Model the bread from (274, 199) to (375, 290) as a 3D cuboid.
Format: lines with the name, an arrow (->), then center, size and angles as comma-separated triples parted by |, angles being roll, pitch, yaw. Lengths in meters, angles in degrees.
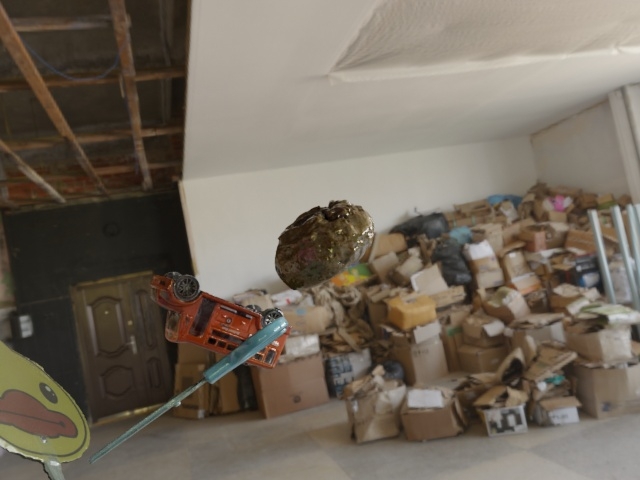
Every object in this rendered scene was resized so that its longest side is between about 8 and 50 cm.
bread -> 0.000, 0.000, 1.087 | 0.230, 0.123, 0.230 | -34, 13, 9

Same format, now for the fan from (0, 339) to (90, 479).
fan -> -0.367, 0.233, 0.670 | 0.011, 0.335, 0.229 | -42, -30, -6

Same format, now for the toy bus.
toy bus -> -0.242, 0.184, 1.203 | 0.329, 0.153, 0.143 | 27, -14, -27

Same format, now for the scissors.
scissors -> -0.252, 0.293, 1.036 | 0.447, 0.029, 0.192 | -33, -9, -18
